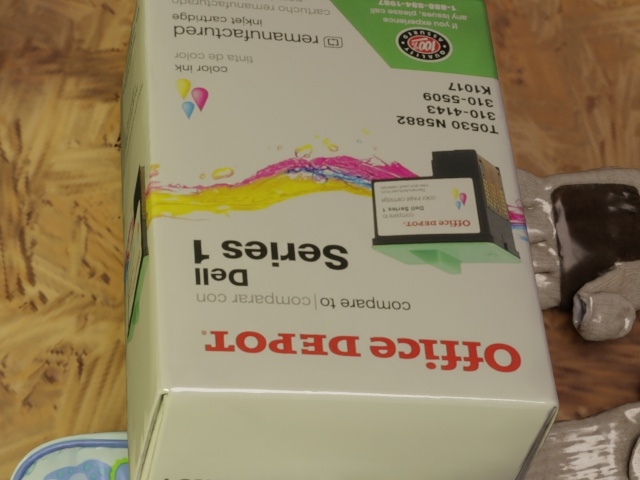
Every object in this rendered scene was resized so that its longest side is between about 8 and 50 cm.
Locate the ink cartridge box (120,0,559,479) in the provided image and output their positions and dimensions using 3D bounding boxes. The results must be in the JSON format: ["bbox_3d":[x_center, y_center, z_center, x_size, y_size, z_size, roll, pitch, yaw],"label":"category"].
[{"bbox_3d":[0.000,0.000,0.944,0.201,0.117,0.278,3,53,-12],"label":"ink cartridge box"}]

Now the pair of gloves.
[{"bbox_3d":[0.200,0.068,1.058,0.204,0.042,0.240,1,76,-13],"label":"pair of gloves"}]

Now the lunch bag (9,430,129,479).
[{"bbox_3d":[-0.063,0.186,0.940,0.219,0.090,0.176,1,76,-13],"label":"lunch bag"}]
